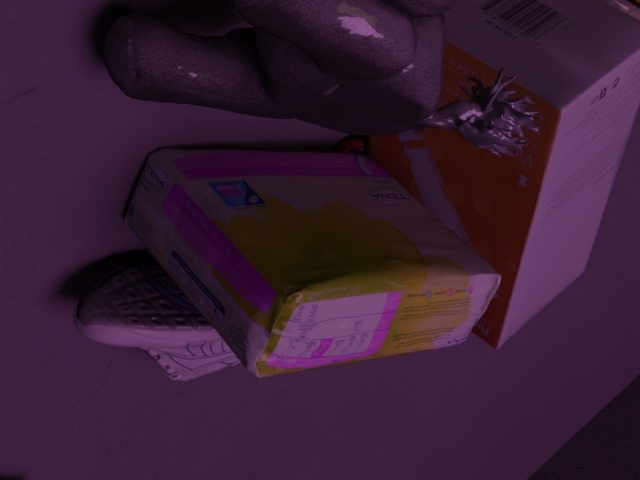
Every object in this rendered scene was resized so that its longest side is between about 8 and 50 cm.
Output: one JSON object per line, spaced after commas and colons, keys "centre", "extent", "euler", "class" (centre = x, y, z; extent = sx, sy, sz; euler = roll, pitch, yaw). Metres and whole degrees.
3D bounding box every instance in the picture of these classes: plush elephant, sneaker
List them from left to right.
{"centre": [-0.132, 0.089, 1.188], "extent": [0.297, 0.111, 0.129], "euler": [7, 126, -54], "class": "sneaker"}
{"centre": [0.037, -0.226, 0.915], "extent": [0.330, 0.255, 0.272], "euler": [13, 164, -22], "class": "plush elephant"}

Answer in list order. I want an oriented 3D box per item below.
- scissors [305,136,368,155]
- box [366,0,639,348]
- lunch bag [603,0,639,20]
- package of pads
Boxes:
{"centre": [0.000, 0.000, 1.340], "extent": [0.109, 0.021, 0.297], "euler": [-32, 148, -30], "class": "scissors"}
{"centre": [0.179, -0.094, 1.246], "extent": [0.168, 0.215, 0.345], "euler": [-36, 149, -31], "class": "box"}
{"centre": [0.363, -0.294, 1.318], "extent": [0.287, 0.169, 0.235], "euler": [7, 124, -46], "class": "lunch bag"}
{"centre": [0.002, 0.012, 1.116], "extent": [0.296, 0.229, 0.101], "euler": [-4, 129, -45], "class": "package of pads"}
